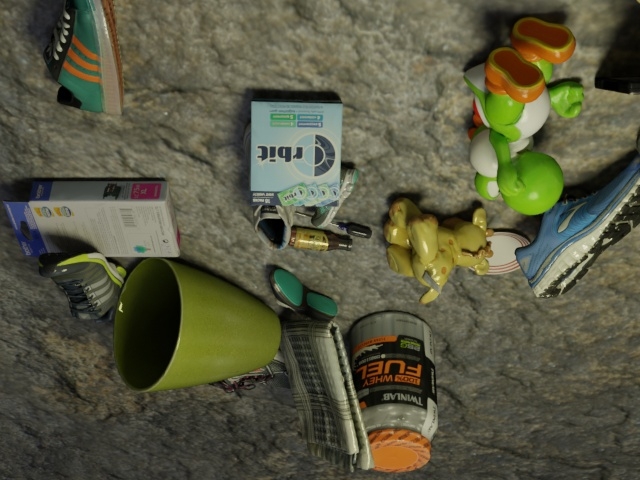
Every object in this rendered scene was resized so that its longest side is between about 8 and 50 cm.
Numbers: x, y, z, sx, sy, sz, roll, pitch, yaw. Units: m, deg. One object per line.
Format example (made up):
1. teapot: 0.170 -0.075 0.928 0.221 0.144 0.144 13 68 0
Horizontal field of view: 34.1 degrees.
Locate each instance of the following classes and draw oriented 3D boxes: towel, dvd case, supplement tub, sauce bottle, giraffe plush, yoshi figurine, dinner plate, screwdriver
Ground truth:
1. towel: -0.004 0.327 2.221 0.056 0.324 0.312 -17 -177 -25
2. dvd case: 0.542 -0.244 1.627 0.180 0.253 0.022 -2 101 4
3. supplement tub: 0.159 0.331 2.283 0.194 0.316 0.193 0 142 0
4. sauce bottle: 0.000 0.000 2.085 0.128 0.042 0.042 6 142 -8
5. giraffe plush: 0.242 0.006 2.007 0.170 0.210 0.181 -19 144 -22
6. yoshi figurine: 0.348 -0.175 1.735 0.204 0.203 0.362 -5 145 -3
7. dinner plate: 0.359 0.022 2.123 0.141 0.017 0.141 1 143 1
8. screwdriver: 0.021 -0.033 2.063 0.170 0.024 0.025 15 169 -7

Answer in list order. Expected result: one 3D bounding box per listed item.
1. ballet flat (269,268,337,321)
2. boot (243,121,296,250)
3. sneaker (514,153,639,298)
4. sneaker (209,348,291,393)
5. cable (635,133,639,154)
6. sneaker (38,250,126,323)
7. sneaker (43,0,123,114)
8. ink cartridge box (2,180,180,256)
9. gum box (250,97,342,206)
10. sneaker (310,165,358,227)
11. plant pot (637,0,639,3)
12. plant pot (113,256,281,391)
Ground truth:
1. ballet flat: -0.052 0.126 2.227 0.074 0.074 0.203 -29 136 33
2. boot: -0.087 -0.094 1.898 0.095 0.123 0.258 -5 142 8
3. sneaker: 0.484 -0.047 1.934 0.330 0.147 0.130 -47 151 20
4. sneaker: -0.186 0.305 2.425 0.299 0.112 0.121 15 140 -18
5. cable: 0.704 -0.143 1.837 0.287 0.072 0.139 -1 100 13
6. sneaker: -0.464 0.092 2.064 0.111 0.121 0.300 -3 167 13
7. sneaker: -0.381 -0.308 1.643 0.121 0.108 0.302 0 144 -5
8. ink cartridge box: -0.438 -0.040 2.027 0.311 0.065 0.185 -2 144 0
9. gum box: -0.043 -0.152 1.810 0.157 0.041 0.184 1 107 -2
10. sneaker: 0.009 -0.091 1.965 0.076 0.065 0.166 27 134 -6
11. plant pot: 0.534 -0.385 1.433 0.239 0.254 0.254 30 136 -10
12. plant pot: -0.239 0.190 2.187 0.294 0.274 0.275 12 144 -38
